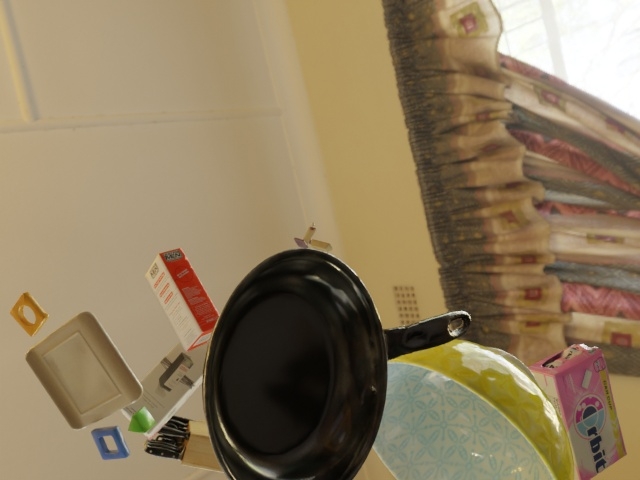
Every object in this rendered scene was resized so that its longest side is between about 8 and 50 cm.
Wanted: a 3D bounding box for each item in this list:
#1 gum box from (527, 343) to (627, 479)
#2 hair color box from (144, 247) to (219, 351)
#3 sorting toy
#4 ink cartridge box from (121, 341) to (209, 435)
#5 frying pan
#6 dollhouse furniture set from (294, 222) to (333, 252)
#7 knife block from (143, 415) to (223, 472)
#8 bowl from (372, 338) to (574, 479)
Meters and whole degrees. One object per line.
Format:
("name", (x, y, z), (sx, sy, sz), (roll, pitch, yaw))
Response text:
("gum box", (0.403, 0.266, 0.842), (0.107, 0.062, 0.189), (-18, -85, -23))
("hair color box", (-0.211, 0.090, 0.818), (0.043, 0.072, 0.141), (-18, -110, -46))
("sorting toy", (-0.425, 0.234, 0.968), (0.348, 0.196, 0.047), (58, -154, -3))
("ink cartridge box", (-0.319, 0.308, 1.150), (0.092, 0.158, 0.218), (42, -118, 4))
("frying pan", (0.022, 0.077, 0.464), (0.326, 0.053, 0.197), (-37, -69, -44))
("dollhouse furniture set", (0.000, 0.000, 1.569), (0.081, 0.114, 0.091), (-61, -33, -24))
("knife block", (-0.318, 0.552, 1.419), (0.242, 0.275, 0.088), (21, -94, -61))
("bowl", (0.204, 0.233, 0.704), (0.156, 0.289, 0.290), (-34, -73, -37))
